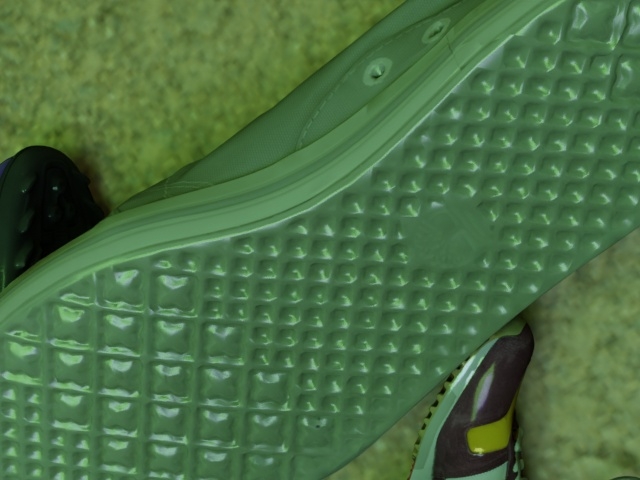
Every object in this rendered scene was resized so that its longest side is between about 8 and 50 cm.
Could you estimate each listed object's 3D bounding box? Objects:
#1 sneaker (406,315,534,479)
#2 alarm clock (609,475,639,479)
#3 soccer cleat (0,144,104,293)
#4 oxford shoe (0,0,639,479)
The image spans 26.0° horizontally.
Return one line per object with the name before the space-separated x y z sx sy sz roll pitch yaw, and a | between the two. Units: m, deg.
sneaker | 0.086 0.127 0.703 0.084 0.069 0.185 26 115 14
alarm clock | 0.154 0.212 0.691 0.129 0.064 0.192 0 95 22
soccer cleat | -0.184 0.103 0.786 0.116 0.109 0.318 6 103 25
oxford shoe | 0.000 0.000 0.664 0.449 0.130 0.169 -35 116 14
